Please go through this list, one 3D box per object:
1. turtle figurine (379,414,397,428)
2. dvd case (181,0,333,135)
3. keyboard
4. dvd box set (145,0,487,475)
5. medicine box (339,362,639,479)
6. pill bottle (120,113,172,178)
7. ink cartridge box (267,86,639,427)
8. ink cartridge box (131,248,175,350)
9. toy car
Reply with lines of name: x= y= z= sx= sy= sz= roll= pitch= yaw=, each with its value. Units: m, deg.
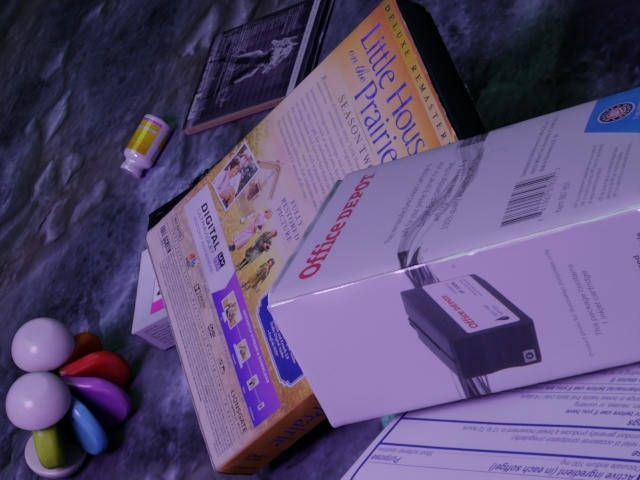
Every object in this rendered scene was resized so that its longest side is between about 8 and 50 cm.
turtle figurine: x=0.100 y=0.206 z=1.326 sx=0.175 sy=0.118 sz=0.234 roll=-33 pitch=35 yaw=25
dvd case: x=-0.083 y=-0.232 z=1.961 sx=0.221 sy=0.018 sz=0.164 roll=-14 pitch=50 yaw=42
keyboard: x=-0.138 y=-0.061 z=1.822 sx=0.180 sy=0.023 sz=0.108 roll=-32 pitch=24 yaw=14
dvd box set: x=0.000 y=0.000 z=1.488 sx=0.420 sy=0.062 sz=0.308 roll=-42 pitch=53 yaw=30
medicine box: x=0.210 y=0.157 z=1.119 sx=0.263 sy=0.149 sz=0.289 roll=-4 pitch=32 yaw=46
pill bottle: x=-0.240 y=-0.128 z=2.023 sx=0.043 sy=0.043 sz=0.083 roll=14 pitch=71 yaw=52
ink cartridge box: x=0.144 y=0.009 z=1.153 sx=0.307 sy=0.129 sz=0.223 roll=-16 pitch=23 yaw=27
ink cartridge box: x=-0.101 y=-0.021 z=1.773 sx=0.275 sy=0.060 sz=0.239 roll=-26 pitch=45 yaw=32
toy car: x=-0.292 y=0.186 z=1.763 sx=0.136 sy=0.159 sz=0.182 roll=-5 pitch=47 yaw=1
